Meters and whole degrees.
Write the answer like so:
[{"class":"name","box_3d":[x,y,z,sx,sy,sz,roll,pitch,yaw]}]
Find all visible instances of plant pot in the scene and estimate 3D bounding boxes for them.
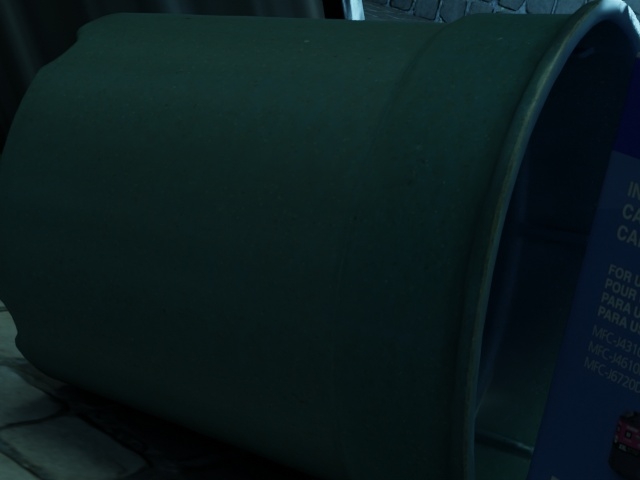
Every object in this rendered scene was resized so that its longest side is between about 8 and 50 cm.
[{"class":"plant pot","box_3d":[0.000,0.000,0.910,0.334,0.341,0.341,12,13,23]}]

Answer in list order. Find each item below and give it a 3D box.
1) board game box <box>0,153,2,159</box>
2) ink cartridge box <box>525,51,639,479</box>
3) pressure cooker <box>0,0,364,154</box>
[{"class":"board game box","box_3d":[-0.389,-0.114,1.266,0.317,0.046,0.213,26,-12,38]},{"class":"ink cartridge box","box_3d":[0.256,0.051,0.757,0.151,0.396,0.270,26,19,39]},{"class":"pressure cooker","box_3d":[-0.156,-0.211,1.339,0.375,0.421,0.370,13,40,37]}]
